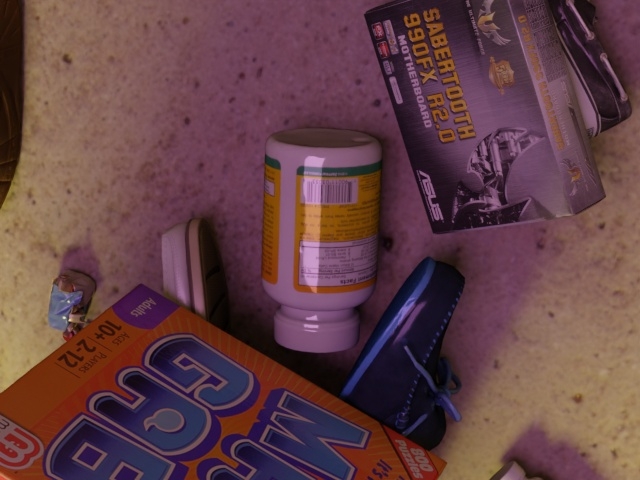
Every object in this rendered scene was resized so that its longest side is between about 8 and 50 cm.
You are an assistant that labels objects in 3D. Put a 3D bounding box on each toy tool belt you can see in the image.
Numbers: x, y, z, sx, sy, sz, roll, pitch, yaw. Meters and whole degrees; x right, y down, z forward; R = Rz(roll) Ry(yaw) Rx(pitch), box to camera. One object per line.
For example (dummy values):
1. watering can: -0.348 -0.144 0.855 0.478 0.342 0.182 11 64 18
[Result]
1. toy tool belt: -0.275 0.076 1.661 0.052 0.051 0.083 12 107 13

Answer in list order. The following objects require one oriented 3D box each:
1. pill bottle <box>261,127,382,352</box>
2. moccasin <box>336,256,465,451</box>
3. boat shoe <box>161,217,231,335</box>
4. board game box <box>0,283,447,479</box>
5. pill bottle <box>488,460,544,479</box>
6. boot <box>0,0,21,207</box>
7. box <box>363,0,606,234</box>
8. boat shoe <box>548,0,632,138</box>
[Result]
1. pill bottle: 0.000 0.000 1.527 0.118 0.117 0.208 6 105 15
2. moccasin: 0.078 0.166 1.556 0.117 0.137 0.342 28 124 3
3. boat shoe: -0.149 0.126 1.605 0.103 0.113 0.302 -1 104 11
4. board game box: -0.155 0.325 1.426 0.357 0.356 0.356 29 117 9
5. pill bottle: 0.220 0.281 1.562 0.065 0.065 0.116 -43 89 21
6. boot: -0.426 -0.147 1.625 0.203 0.095 0.262 9 104 14
7. box: 0.151 -0.128 1.440 0.183 0.056 0.231 -7 105 50
8. boat shoe: 0.221 -0.201 1.442 0.070 0.078 0.219 -25 90 -13
